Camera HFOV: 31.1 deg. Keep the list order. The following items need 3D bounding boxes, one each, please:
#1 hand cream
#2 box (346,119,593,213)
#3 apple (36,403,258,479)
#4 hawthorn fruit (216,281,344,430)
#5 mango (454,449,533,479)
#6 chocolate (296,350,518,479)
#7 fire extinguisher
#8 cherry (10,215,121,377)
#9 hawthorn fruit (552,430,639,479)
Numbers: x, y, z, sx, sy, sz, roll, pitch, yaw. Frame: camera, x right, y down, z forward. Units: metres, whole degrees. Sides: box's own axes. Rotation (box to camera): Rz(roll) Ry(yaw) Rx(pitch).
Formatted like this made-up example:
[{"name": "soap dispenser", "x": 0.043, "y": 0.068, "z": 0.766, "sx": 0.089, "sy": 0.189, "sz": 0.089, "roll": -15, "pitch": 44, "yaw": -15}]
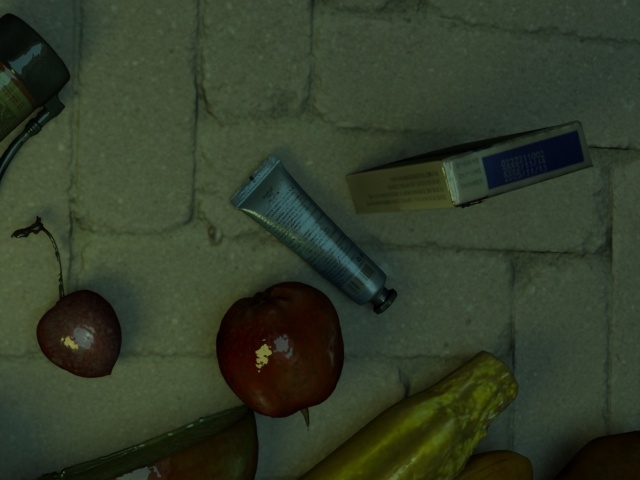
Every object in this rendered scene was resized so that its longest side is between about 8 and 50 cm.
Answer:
[{"name": "hand cream", "x": 0.000, "y": 0.000, "z": 1.628, "sx": 0.271, "sy": 0.058, "sz": 0.091, "roll": 42, "pitch": 89, "yaw": -11}, {"name": "box", "x": 0.186, "y": -0.092, "z": 1.534, "sx": 0.200, "sy": 0.343, "sz": 0.065, "roll": -16, "pitch": 95, "yaw": -18}, {"name": "apple", "x": -0.225, "y": 0.342, "z": 1.516, "sx": 0.346, "sy": 0.254, "sz": 0.179, "roll": -18, "pitch": 56, "yaw": -17}, {"name": "hawthorn fruit", "x": -0.045, "y": 0.161, "z": 1.548, "sx": 0.179, "sy": 0.179, "sz": 0.200, "roll": -28, "pitch": 97, "yaw": -16}, {"name": "mango", "x": 0.206, "y": 0.399, "z": 1.653, "sx": 0.252, "sy": 0.154, "sz": 0.126, "roll": -41, "pitch": 111, "yaw": 0}, {"name": "chocolate", "x": 0.105, "y": 0.326, "z": 1.609, "sx": 0.445, "sy": 0.162, "sz": 0.162, "roll": -38, "pitch": 101, "yaw": -16}, {"name": "fire extinguisher", "x": -0.466, "y": -0.097, "z": 1.437, "sx": 0.376, "sy": 0.113, "sz": 0.200, "roll": -44, "pitch": 104, "yaw": -14}, {"name": "cherry", "x": -0.341, "y": 0.085, "z": 1.498, "sx": 0.107, "sy": 0.090, "sz": 0.225, "roll": -36, "pitch": 91, "yaw": -8}, {"name": "hawthorn fruit", "x": 0.451, "y": 0.384, "z": 1.718, "sx": 0.208, "sy": 0.208, "sz": 0.248, "roll": 38, "pitch": 63, "yaw": -15}]
